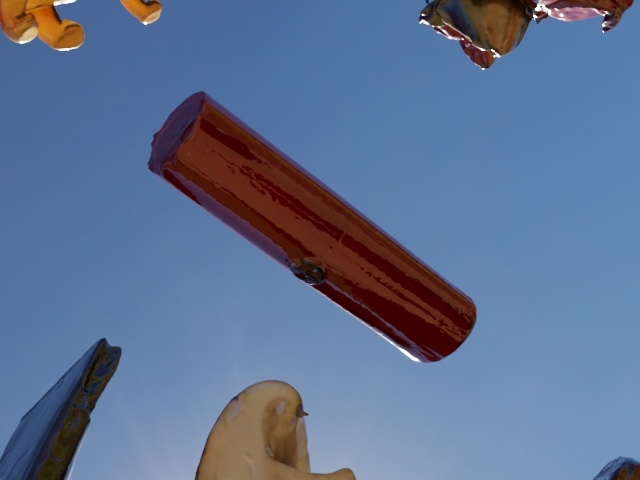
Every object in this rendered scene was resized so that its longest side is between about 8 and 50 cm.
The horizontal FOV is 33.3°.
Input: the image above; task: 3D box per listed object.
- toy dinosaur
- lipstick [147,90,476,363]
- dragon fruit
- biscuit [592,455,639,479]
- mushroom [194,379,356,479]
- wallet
[{"bbox_3d":[-0.208,-0.193,0.756,0.288,0.070,0.117,-26,-105,-29],"label":"toy dinosaur"},{"bbox_3d":[0.001,-0.001,0.780,0.280,0.073,0.073,36,-109,-27],"label":"lipstick"},{"bbox_3d":[0.126,-0.182,0.637,0.092,0.192,0.122,0,-111,-43],"label":"dragon fruit"},{"bbox_3d":[0.148,0.308,0.841,0.359,0.046,0.359,-46,-17,-19],"label":"biscuit"},{"bbox_3d":[-0.042,0.283,0.978,0.151,0.156,0.285,99,165,-56],"label":"mushroom"},{"bbox_3d":[-0.251,0.213,0.891,0.042,0.165,0.309,38,-153,-15],"label":"wallet"}]
